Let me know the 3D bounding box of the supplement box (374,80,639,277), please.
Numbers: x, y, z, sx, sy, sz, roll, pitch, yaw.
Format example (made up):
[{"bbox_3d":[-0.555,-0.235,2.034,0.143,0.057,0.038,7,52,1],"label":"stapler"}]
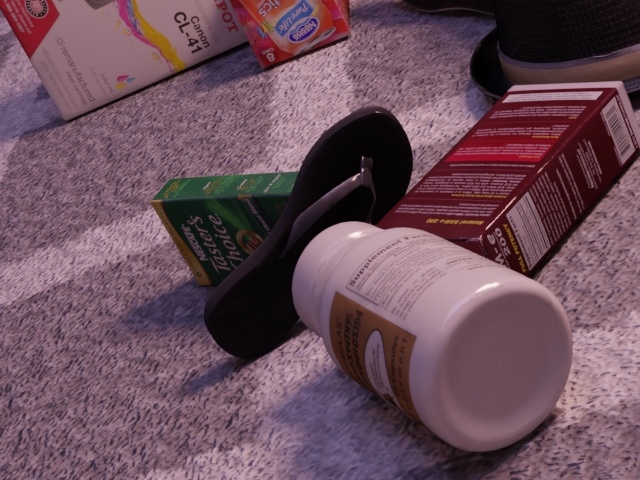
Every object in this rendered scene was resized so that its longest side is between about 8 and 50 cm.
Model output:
[{"bbox_3d":[0.168,-0.047,1.265,0.130,0.073,0.239,4,39,47],"label":"supplement box"}]

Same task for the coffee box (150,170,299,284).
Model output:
[{"bbox_3d":[-0.064,-0.009,1.354,0.184,0.113,0.040,0,40,38],"label":"coffee box"}]

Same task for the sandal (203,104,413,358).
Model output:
[{"bbox_3d":[0.000,0.001,1.251,0.254,0.097,0.054,-55,26,4],"label":"sandal"}]

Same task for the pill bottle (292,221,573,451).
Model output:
[{"bbox_3d":[0.074,0.061,1.094,0.131,0.131,0.229,-35,29,-16],"label":"pill bottle"}]

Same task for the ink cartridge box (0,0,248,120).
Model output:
[{"bbox_3d":[-0.263,-0.332,1.956,0.306,0.226,0.131,-22,28,8],"label":"ink cartridge box"}]

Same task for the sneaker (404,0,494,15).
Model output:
[{"bbox_3d":[0.180,-0.343,1.751,0.123,0.106,0.290,-36,40,-26],"label":"sneaker"}]

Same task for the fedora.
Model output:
[{"bbox_3d":[0.293,-0.268,1.458,0.334,0.152,0.334,-20,28,11],"label":"fedora"}]

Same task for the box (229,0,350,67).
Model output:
[{"bbox_3d":[-0.040,-0.348,1.905,0.128,0.123,0.257,-19,28,11],"label":"box"}]
